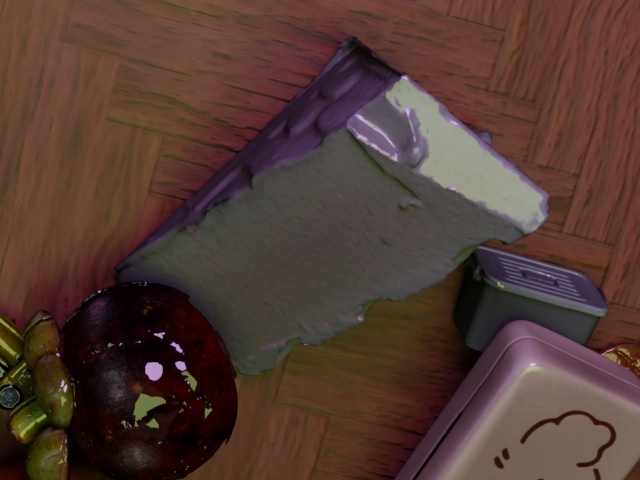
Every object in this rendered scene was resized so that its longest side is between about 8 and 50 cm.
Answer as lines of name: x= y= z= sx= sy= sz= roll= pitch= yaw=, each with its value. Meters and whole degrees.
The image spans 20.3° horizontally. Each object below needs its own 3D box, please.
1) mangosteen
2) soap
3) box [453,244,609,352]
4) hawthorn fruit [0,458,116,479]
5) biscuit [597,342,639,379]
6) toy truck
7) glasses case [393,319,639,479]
mangosteen: x=-0.156 y=0.115 z=1.383 sx=0.180 sy=0.166 sz=0.166 roll=-13 pitch=106 yaw=-16
soap: x=0.000 y=0.000 z=1.350 sx=0.159 sy=0.258 sz=0.302 roll=42 pitch=94 yaw=-18
box: x=0.171 y=0.058 z=1.489 sx=0.122 sy=0.084 sz=0.069 roll=15 pitch=110 yaw=-13
hawthorn fruit: x=-0.226 y=0.260 z=1.422 sx=0.189 sy=0.189 sz=0.189 roll=-2 pitch=104 yaw=-10
biscuit: x=0.260 y=0.135 z=1.555 sx=0.078 sy=0.015 sz=0.091 roll=-16 pitch=106 yaw=-6
toy truck: x=-0.254 y=0.097 z=1.436 sx=0.083 sy=0.049 sz=0.054 roll=43 pitch=92 yaw=-15
glasses case: x=0.132 y=0.232 z=1.486 sx=0.144 sy=0.076 sz=0.336 roll=25 pitch=112 yaw=-17
